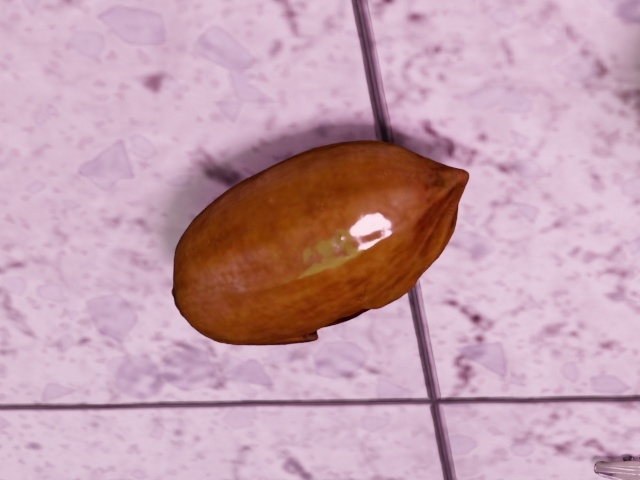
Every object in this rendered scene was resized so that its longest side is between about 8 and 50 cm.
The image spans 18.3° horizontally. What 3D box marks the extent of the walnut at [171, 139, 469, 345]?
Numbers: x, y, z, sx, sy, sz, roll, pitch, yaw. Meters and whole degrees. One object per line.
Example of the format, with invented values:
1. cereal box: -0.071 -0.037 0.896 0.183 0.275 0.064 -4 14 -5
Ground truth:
1. walnut: 0.000 0.000 1.203 0.207 0.115 0.116 -27 125 23

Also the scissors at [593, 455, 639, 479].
1. scissors: 0.338 0.180 1.374 0.300 0.022 0.109 9 131 3
